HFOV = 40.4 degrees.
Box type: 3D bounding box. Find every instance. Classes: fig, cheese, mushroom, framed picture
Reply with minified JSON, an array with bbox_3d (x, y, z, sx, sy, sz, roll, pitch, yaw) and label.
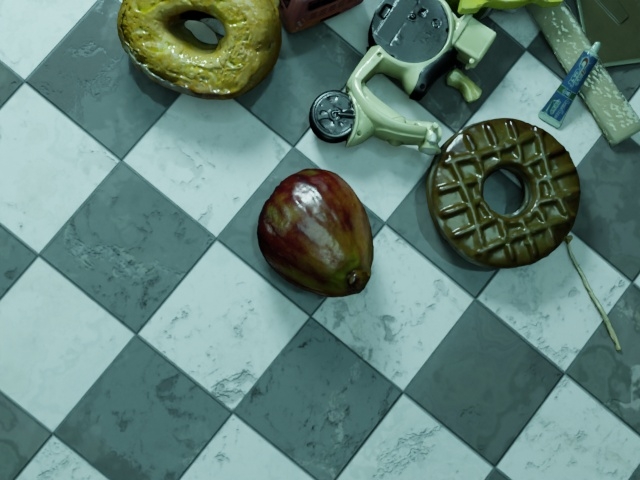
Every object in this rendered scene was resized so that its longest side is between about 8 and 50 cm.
[{"bbox_3d":[-0.006,-0.007,1.710,0.224,0.224,0.263,-26,93,-9],"label":"fig"},{"bbox_3d":[0.304,-0.329,1.860,0.083,0.030,0.044,41,76,1],"label":"cheese"},{"bbox_3d":[0.562,-0.392,1.887,0.085,0.034,0.400,-32,89,21],"label":"cheese"},{"bbox_3d":[0.580,0.108,1.866,0.026,0.028,0.286,-23,96,26],"label":"mushroom"},{"bbox_3d":[0.657,-0.513,1.925,0.189,0.023,0.259,-10,87,-8],"label":"framed picture"}]

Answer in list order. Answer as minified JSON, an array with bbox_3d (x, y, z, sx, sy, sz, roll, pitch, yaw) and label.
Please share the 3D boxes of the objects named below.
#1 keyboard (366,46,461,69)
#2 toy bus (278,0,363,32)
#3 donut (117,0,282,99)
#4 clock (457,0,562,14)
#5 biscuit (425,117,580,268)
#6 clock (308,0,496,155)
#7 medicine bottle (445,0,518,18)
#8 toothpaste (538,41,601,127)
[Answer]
[{"bbox_3d":[0.201,-0.391,1.861,0.205,0.013,0.061,-5,87,-7],"label":"keyboard"},{"bbox_3d":[-0.067,-0.657,1.738,0.203,0.233,0.426,-26,90,-8],"label":"toy bus"},{"bbox_3d":[-0.234,-0.416,1.707,0.317,0.150,0.299,-13,111,9],"label":"donut"},{"bbox_3d":[0.370,-0.611,1.787,0.277,0.071,0.293,-14,80,-15],"label":"clock"},{"bbox_3d":[0.380,-0.098,1.817,0.332,0.103,0.332,1,85,-8],"label":"biscuit"},{"bbox_3d":[0.171,-0.327,1.791,0.276,0.120,0.379,30,85,0],"label":"clock"},{"bbox_3d":[0.336,-0.549,1.853,0.189,0.088,0.132,14,79,-6],"label":"medicine bottle"},{"bbox_3d":[0.541,-0.337,1.864,0.057,0.035,0.197,29,106,-3],"label":"toothpaste"}]
